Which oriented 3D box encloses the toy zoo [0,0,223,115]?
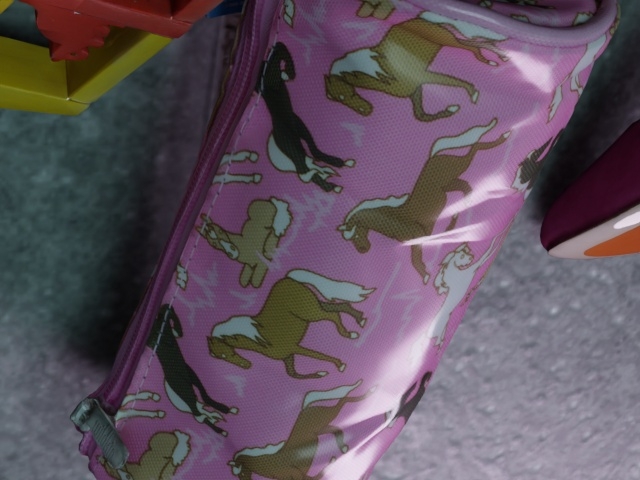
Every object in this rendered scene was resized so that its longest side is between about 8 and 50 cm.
[{"bbox_3d":[-0.133,-0.121,0.601,0.192,0.030,0.293,10,154,-38],"label":"toy zoo"}]

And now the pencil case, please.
[{"bbox_3d":[0.000,0.000,0.738,0.167,0.160,0.386,-30,152,-52],"label":"pencil case"}]

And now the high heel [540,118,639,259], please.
[{"bbox_3d":[0.268,-0.127,0.865,0.377,0.181,0.127,-30,155,33],"label":"high heel"}]

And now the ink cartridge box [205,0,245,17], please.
[{"bbox_3d":[-0.027,-0.180,0.711,0.088,0.052,0.122,-15,125,-20],"label":"ink cartridge box"}]
